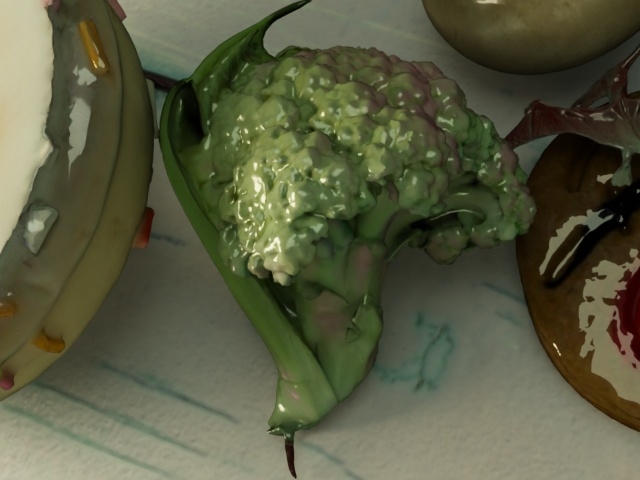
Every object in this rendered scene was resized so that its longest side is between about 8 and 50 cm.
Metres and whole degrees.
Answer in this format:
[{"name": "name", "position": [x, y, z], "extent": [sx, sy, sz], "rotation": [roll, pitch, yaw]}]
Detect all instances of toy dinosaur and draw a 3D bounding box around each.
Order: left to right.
[{"name": "toy dinosaur", "position": [0.211, -0.090, 0.994], "extent": [0.220, 0.032, 0.108], "rotation": [-23, 47, 7]}]

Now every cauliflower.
[{"name": "cauliflower", "position": [0.000, 0.000, 0.967], "extent": [0.256, 0.315, 0.239], "rotation": [12, 20, 40]}]

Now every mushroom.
[{"name": "mushroom", "position": [0.154, -0.228, 1.033], "extent": [0.204, 0.204, 0.204], "rotation": [-3, 64, 7]}]

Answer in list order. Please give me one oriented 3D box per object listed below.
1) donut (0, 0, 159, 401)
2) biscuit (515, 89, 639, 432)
[{"name": "donut", "position": [-0.271, -0.041, 0.989], "extent": [0.383, 0.142, 0.382], "rotation": [-12, 67, 28]}, {"name": "biscuit", "position": [0.321, 0.019, 0.972], "extent": [0.367, 0.063, 0.314], "rotation": [-9, 62, 3]}]
